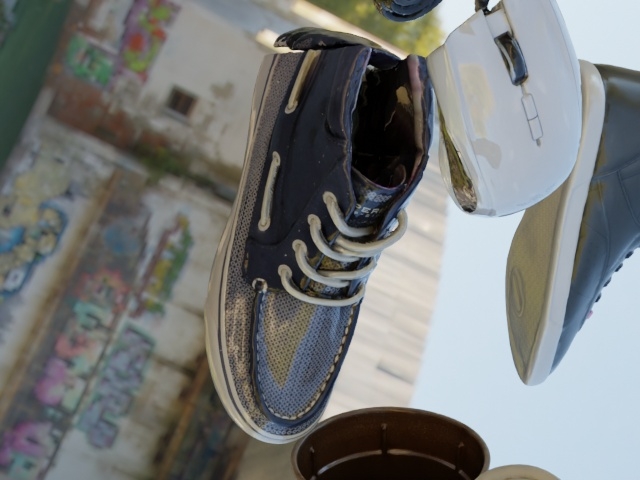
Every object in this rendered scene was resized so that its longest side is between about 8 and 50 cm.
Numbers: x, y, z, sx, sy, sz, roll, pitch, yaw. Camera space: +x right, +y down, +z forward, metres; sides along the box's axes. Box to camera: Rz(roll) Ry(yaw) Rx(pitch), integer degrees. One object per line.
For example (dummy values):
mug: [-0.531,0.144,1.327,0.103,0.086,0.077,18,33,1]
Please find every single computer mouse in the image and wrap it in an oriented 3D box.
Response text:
computer mouse: [0.085,-0.073,0.592,0.106,0.193,0.042,-29,-133,-9]

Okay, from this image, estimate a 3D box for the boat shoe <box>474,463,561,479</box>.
boat shoe: [0.084,0.196,0.534,0.065,0.075,0.206,93,-4,-68]

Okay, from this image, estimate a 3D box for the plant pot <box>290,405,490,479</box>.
plant pot: [0.059,0.253,1.151,0.167,0.167,0.165,-85,174,-69]

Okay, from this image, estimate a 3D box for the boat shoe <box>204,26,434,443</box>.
boat shoe: [0.000,0.000,1.048,0.158,0.127,0.341,-169,-96,-65]

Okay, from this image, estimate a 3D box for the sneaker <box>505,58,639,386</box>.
sneaker: [0.236,-0.003,1.065,0.105,0.146,0.296,-108,-158,-54]
